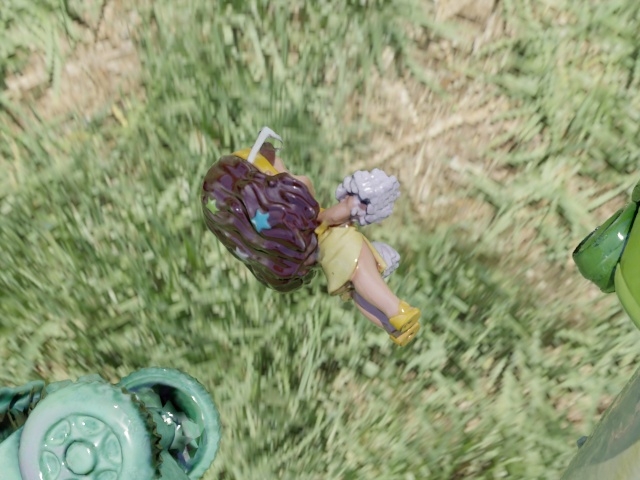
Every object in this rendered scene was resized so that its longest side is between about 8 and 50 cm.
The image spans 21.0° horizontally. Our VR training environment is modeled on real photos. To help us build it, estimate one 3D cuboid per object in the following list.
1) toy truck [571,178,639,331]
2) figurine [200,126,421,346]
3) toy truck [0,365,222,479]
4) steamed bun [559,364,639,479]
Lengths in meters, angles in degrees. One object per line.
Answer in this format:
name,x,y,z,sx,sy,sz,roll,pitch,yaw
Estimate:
toy truck,0.280,-0.015,1.057,0.148,0.187,0.210,46,121,1
figurine,-0.002,0.000,1.563,0.240,0.175,0.116,31,65,15
toy truck,-0.076,0.189,0.845,0.156,0.155,0.279,-41,83,6
steamed bun,0.428,0.259,1.403,0.456,0.371,0.290,11,48,-15
